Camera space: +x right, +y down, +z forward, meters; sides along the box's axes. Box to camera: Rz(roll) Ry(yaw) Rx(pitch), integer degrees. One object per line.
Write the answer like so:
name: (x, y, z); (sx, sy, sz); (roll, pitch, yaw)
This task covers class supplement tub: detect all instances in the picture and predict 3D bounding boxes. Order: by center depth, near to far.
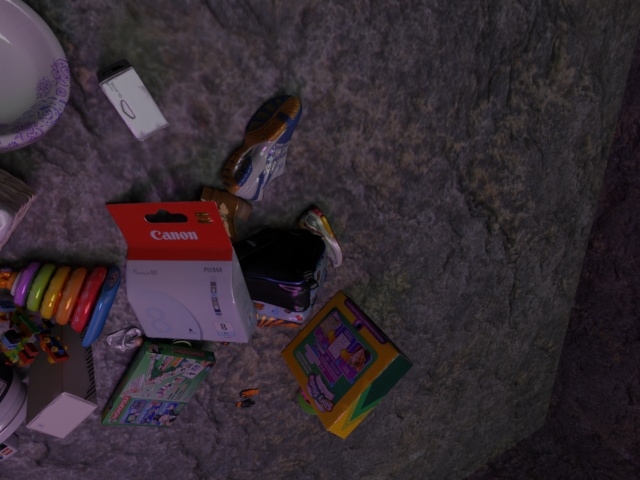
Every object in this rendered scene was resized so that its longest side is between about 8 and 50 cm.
supplement tub: (-0.832, 0.343, 0.970); (0.191, 0.191, 0.272); (-35, 127, -9)

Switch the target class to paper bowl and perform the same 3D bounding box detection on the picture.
paper bowl: (-0.610, -0.294, 0.746); (0.284, 0.148, 0.284); (-2, 94, -41)

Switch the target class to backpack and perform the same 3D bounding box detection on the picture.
backpack: (-0.098, 0.086, 1.199); (0.263, 0.277, 0.213); (-57, 155, -50)

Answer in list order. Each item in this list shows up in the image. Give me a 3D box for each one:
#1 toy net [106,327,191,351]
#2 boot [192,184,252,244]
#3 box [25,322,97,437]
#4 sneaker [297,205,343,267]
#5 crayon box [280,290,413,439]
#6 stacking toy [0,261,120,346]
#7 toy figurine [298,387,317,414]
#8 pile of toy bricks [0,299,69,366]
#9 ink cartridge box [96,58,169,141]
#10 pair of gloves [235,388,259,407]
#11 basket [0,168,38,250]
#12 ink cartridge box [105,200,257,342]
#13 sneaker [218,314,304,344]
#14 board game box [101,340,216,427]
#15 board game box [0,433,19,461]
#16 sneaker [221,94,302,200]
toy net: (-0.484, 0.281, 1.227); (0.232, 0.045, 0.122); (9, 111, -33)
boot: (-0.289, -0.043, 1.150); (0.152, 0.073, 0.197); (22, 91, -37)
box: (-0.621, 0.322, 1.025); (0.113, 0.275, 0.094); (-42, 130, -2)
sneaker: (0.000, 0.000, 1.337); (0.093, 0.088, 0.225); (-31, 119, -3)
crayon box: (0.070, 0.389, 1.398); (0.313, 0.363, 0.106); (-48, 128, 1)
stacking toy: (-0.647, 0.112, 0.999); (0.302, 0.175, 0.165); (21, 109, -22)
toy figurine: (-0.013, 0.532, 1.554); (0.173, 0.130, 0.159); (-50, 156, -24)
pile of toy bricks: (-0.685, 0.231, 0.970); (0.105, 0.212, 0.118); (-56, 160, 7)
ink cartridge box: (-0.392, -0.295, 0.887); (0.072, 0.175, 0.127); (-33, 127, -10)
pair of gloves: (-0.262, 0.568, 1.530); (0.074, 0.010, 0.083); (6, 113, -32)
basket: (-0.742, -0.026, 0.735); (0.331, 0.266, 0.328); (34, 94, -25)
ink cartridge box: (-0.352, 0.090, 1.063); (0.309, 0.091, 0.384); (0, 126, 16)
sneaker: (-0.217, 0.241, 1.325); (0.321, 0.124, 0.180); (24, 106, -26)
board game box: (-0.485, 0.441, 1.278); (0.214, 0.046, 0.317); (22, 113, -35)
board game box: (-0.989, 0.573, 1.092); (0.305, 0.053, 0.192); (-34, 127, -10)
sneaker: (-0.136, -0.240, 1.126); (0.296, 0.112, 0.131); (-53, 145, 7)
